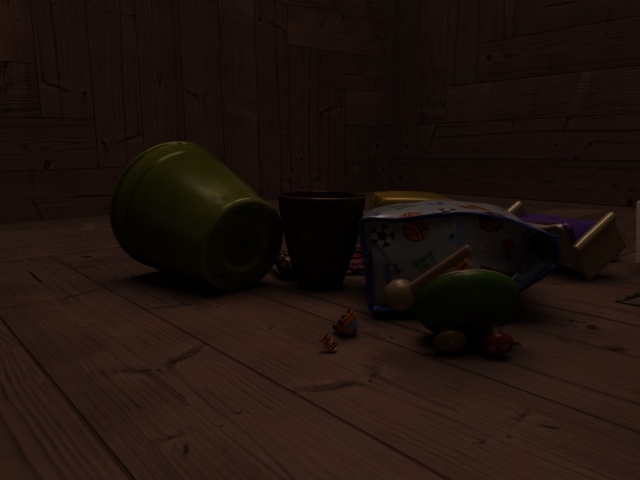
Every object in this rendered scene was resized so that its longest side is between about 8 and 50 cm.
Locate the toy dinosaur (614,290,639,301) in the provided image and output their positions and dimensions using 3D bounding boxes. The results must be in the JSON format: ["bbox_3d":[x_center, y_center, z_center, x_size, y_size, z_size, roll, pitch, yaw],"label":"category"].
[{"bbox_3d":[0.747,0.126,1.067,0.118,0.064,0.268,-11,10,-19],"label":"toy dinosaur"}]

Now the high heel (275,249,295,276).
[{"bbox_3d":[-0.010,0.053,1.497,0.261,0.093,0.186,-3,21,-23],"label":"high heel"}]

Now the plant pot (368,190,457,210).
[{"bbox_3d":[0.224,-0.035,1.440,0.187,0.212,0.212,13,10,-8],"label":"plant pot"}]

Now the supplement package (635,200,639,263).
[{"bbox_3d":[0.992,-0.017,1.352,0.178,0.175,0.293,5,-3,-35],"label":"supplement package"}]

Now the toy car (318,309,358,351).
[{"bbox_3d":[0.032,0.172,0.960,0.040,0.060,0.122,44,41,5],"label":"toy car"}]

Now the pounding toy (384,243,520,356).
[{"bbox_3d":[0.234,0.131,0.883,0.183,0.110,0.237,-28,-45,31],"label":"pounding toy"}]

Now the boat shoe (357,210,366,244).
[{"bbox_3d":[0.167,-0.032,1.647,0.306,0.113,0.105,13,0,8],"label":"boat shoe"}]

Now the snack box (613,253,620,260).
[{"bbox_3d":[0.796,0.013,1.665,0.175,0.070,0.207,-1,11,1],"label":"snack box"}]

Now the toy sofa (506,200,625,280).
[{"bbox_3d":[0.634,-0.033,1.498,0.150,0.177,0.362,-37,19,-12],"label":"toy sofa"}]

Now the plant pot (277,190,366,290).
[{"bbox_3d":[0.000,0.000,1.318,0.216,0.230,0.215,2,10,0],"label":"plant pot"}]

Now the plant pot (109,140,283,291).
[{"bbox_3d":[-0.293,-0.041,1.377,0.367,0.366,0.353,-10,25,-41],"label":"plant pot"}]

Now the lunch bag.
[{"bbox_3d":[0.291,0.023,1.181,0.386,0.238,0.328,-7,8,7],"label":"lunch bag"}]

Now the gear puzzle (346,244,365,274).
[{"bbox_3d":[0.142,0.044,1.603,0.176,0.044,0.339,-1,10,0],"label":"gear puzzle"}]
